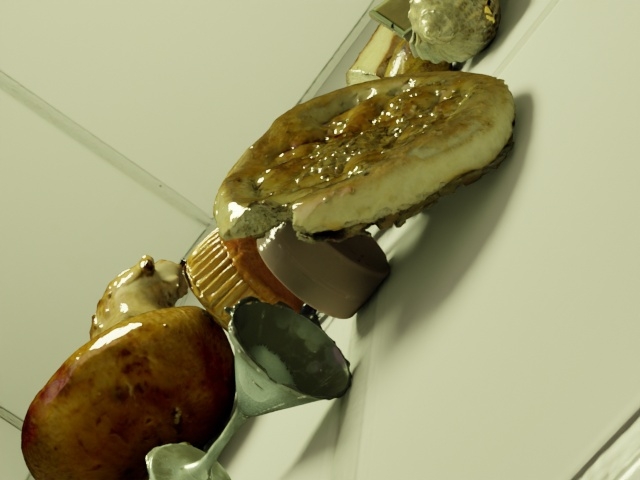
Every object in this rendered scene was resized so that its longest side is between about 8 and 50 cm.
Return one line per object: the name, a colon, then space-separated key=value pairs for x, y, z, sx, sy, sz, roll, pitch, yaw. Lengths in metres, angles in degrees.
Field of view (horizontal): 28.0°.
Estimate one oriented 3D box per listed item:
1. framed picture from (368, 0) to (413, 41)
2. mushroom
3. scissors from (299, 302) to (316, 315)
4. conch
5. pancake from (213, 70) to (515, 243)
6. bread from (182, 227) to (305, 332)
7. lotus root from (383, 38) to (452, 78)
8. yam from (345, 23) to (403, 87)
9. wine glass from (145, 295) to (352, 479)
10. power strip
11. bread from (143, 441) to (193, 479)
framed picture: x=0.212 y=-0.414 z=1.989 sx=0.281 sy=0.019 sz=0.209 roll=-35 pitch=24 yaw=2
mushroom: x=-0.265 y=0.203 z=1.804 sx=0.345 sy=0.260 sz=0.345 roll=-29 pitch=-23 yaw=-14
scissors: x=0.013 y=0.010 z=1.633 sx=0.109 sy=0.022 sz=0.300 roll=-66 pitch=-5 yaw=-54
conch: x=0.194 y=-0.324 z=1.841 sx=0.155 sy=0.130 sz=0.207 roll=-29 pitch=10 yaw=41
pancake: x=0.046 y=-0.098 z=1.444 sx=0.382 sy=0.071 sz=0.382 roll=-19 pitch=22 yaw=8
bread: x=-0.094 y=0.058 z=1.789 sx=0.104 sy=0.199 sz=0.199 roll=-44 pitch=12 yaw=15
lotus root: x=0.133 y=-0.226 z=1.955 sx=0.108 sy=0.094 sz=0.191 roll=21 pitch=-86 yaw=-59
yam: x=0.145 y=-0.316 z=2.103 sx=0.238 sy=0.129 sz=0.128 roll=-56 pitch=-19 yaw=-18
wine glass: x=-0.087 y=0.193 z=1.394 sx=0.232 sy=0.156 sz=0.156 roll=-55 pitch=8 yaw=26
power strip: x=0.001 y=0.016 z=1.515 sx=0.078 sy=0.154 sz=0.154 roll=-50 pitch=10 yaw=19
bread: x=-0.200 y=0.339 z=1.677 sx=0.140 sy=0.069 sz=0.128 roll=-52 pitch=8 yaw=15
